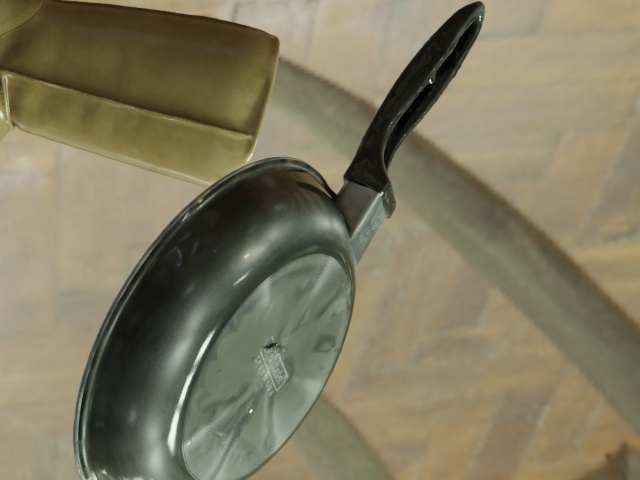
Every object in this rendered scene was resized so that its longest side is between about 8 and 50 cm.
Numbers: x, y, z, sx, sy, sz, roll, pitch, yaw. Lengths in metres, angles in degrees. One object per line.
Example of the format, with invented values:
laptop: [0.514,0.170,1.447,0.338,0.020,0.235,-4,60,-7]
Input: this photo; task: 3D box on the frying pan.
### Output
frying pan: [-0.004,0.024,0.920,0.326,0.053,0.197,-35,143,-39]

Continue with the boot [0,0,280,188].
boot: [-0.188,-0.079,1.385,0.269,0.089,0.236,14,104,-13]
